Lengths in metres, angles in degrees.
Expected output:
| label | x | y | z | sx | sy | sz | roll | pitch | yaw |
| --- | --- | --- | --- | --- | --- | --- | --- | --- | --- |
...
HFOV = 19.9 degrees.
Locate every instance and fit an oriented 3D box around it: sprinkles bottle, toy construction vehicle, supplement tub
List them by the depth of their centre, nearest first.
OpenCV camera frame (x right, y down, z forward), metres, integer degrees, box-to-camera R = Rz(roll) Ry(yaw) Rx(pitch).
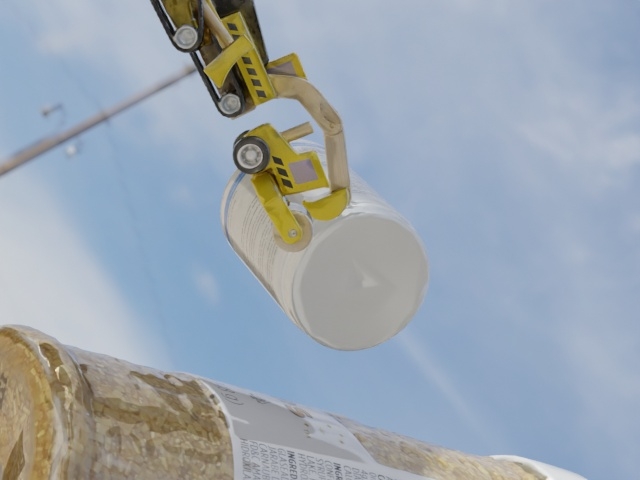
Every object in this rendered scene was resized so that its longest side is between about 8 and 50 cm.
| label | x | y | z | sx | sy | sz | roll | pitch | yaw |
| --- | --- | --- | --- | --- | --- | --- | --- | --- | --- |
| toy construction vehicle | -0.018 | -0.048 | 0.560 | 0.098 | 0.035 | 0.086 | 63 | 2 | -4 |
| sprinkles bottle | -0.010 | 0.133 | 0.822 | 0.121 | 0.355 | 0.121 | -21 | -119 | 42 |
| supplement tub | 0.000 | 0.000 | 0.855 | 0.107 | 0.071 | 0.071 | -132 | -159 | -60 |
